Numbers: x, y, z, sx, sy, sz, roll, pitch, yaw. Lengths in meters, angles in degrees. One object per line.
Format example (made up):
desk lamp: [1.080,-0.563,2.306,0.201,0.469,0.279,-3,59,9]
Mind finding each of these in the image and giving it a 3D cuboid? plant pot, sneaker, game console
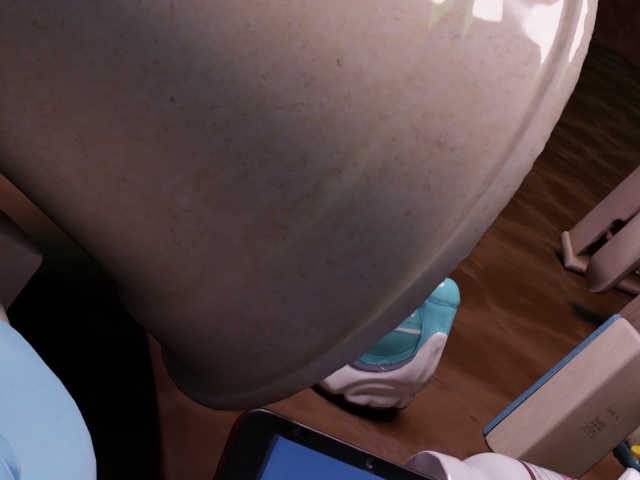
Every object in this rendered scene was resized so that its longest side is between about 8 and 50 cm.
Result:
plant pot: [-0.084,-0.133,0.866,0.305,0.334,0.334,37,14,-23]
sneaker: [0.000,0.000,1.147,0.107,0.110,0.275,10,27,-47]
game console: [0.013,0.162,0.778,0.144,0.085,0.124,24,19,-17]

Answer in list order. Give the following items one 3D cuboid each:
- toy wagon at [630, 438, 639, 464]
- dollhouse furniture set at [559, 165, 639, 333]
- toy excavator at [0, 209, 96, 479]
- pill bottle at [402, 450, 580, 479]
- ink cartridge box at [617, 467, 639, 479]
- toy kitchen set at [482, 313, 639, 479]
toy wagon: [0.299,0.233,0.927,0.344,0.068,0.267,56,24,10]
dollhouse furniture set: [0.327,0.056,1.535,0.212,0.161,0.242,21,42,-26]
toy excavator: [-0.195,0.064,0.599,0.433,0.222,0.445,42,8,34]
pill bottle: [0.112,0.166,0.921,0.152,0.086,0.086,20,21,-25]
ink cartridge box: [0.161,0.246,0.739,0.223,0.045,0.224,38,56,12]
toy kitchen set: [0.197,0.124,1.176,0.207,0.122,0.166,43,9,-33]
